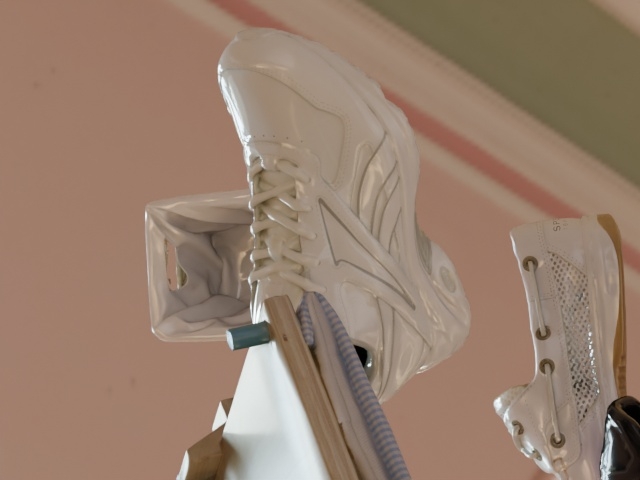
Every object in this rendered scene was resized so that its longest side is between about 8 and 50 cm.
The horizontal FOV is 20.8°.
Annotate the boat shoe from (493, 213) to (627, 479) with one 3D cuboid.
[{"bbox_3d":[0.173,0.121,1.256,0.096,0.277,0.098,-2,-9,7],"label":"boat shoe"}]

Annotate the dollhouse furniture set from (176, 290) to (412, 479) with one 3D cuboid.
[{"bbox_3d":[0.079,0.129,0.766,0.198,0.303,0.286,-11,-31,-19],"label":"dollhouse furniture set"}]

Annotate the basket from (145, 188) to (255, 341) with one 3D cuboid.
[{"bbox_3d":[-0.039,0.018,1.350,0.167,0.113,0.103,-4,-2,19],"label":"basket"}]

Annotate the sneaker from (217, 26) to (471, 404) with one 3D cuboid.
[{"bbox_3d":[0.000,0.000,0.915,0.090,0.115,0.232,2,-51,45],"label":"sneaker"}]

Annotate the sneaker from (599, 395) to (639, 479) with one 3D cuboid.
[{"bbox_3d":[0.314,0.122,1.098,0.293,0.102,0.146,-13,-81,18],"label":"sneaker"}]
